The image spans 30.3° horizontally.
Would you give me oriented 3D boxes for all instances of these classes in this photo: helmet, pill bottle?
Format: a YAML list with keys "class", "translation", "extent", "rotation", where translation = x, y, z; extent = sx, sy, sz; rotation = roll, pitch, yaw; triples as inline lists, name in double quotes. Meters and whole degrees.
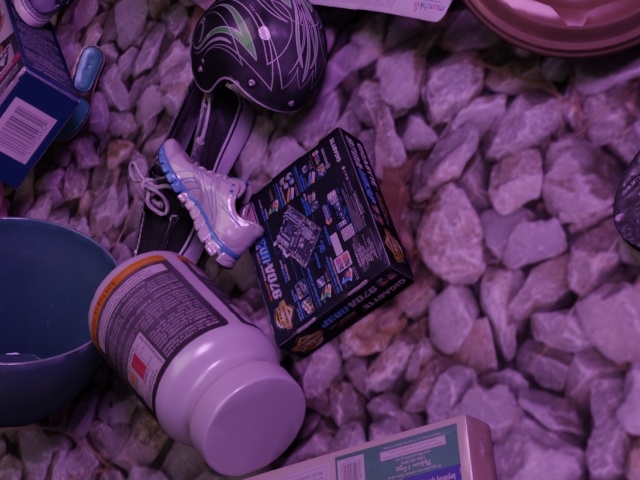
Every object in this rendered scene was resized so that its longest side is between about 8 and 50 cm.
- class: "helmet"
  translation: [-0.070, -0.244, 1.494]
  extent: [0.161, 0.169, 0.170]
  rotation: [1, 71, 47]
- class: "pill bottle"
  translation: [-0.145, 0.140, 1.375]
  extent: [0.162, 0.162, 0.278]
  rotation: [-56, 45, 6]

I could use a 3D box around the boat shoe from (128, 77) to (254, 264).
- class: "boat shoe"
  translation: [-0.192, -0.069, 1.555]
  extent: [0.113, 0.105, 0.306]
  rotation: [26, 88, 45]

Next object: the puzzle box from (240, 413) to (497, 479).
- class: "puzzle box"
  translation: [0.008, 0.361, 1.214]
  extent: [0.408, 0.052, 0.272]
  rotation: [-22, 56, 32]

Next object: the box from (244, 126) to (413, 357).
- class: "box"
  translation: [0.000, 0.000, 1.391]
  extent: [0.175, 0.051, 0.220]
  rotation: [-37, 50, 23]

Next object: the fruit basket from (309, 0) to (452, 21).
- class: "fruit basket"
  translation: [0.117, -0.420, 1.448]
  extent: [0.353, 0.165, 0.327]
  rotation: [21, 84, 60]

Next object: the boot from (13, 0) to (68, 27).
- class: "boot"
  translation: [-0.430, -0.413, 1.913]
  extent: [0.086, 0.069, 0.190]
  rotation: [-33, 23, 22]

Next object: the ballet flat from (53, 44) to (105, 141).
- class: "ballet flat"
  translation: [-0.380, -0.225, 1.843]
  extent: [0.168, 0.057, 0.052]
  rotation: [-66, 17, -9]

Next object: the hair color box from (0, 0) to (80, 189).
- class: "hair color box"
  translation: [-0.487, -0.243, 1.845]
  extent: [0.174, 0.105, 0.347]
  rotation: [-51, 33, 12]

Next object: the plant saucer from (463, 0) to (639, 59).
- class: "plant saucer"
  translation: [0.268, -0.325, 1.224]
  extent: [0.277, 0.041, 0.278]
  rotation: [-2, 79, 8]

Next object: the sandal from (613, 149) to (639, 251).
- class: "sandal"
  translation: [0.446, -0.104, 1.010]
  extent: [0.445, 0.107, 0.168]
  rotation: [-19, 58, 34]

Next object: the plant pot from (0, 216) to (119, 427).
- class: "plant pot"
  translation: [-0.410, 0.133, 1.565]
  extent: [0.290, 0.290, 0.195]
  rotation: [53, 143, 42]

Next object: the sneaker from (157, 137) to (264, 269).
- class: "sneaker"
  translation: [-0.129, -0.059, 1.448]
  extent: [0.083, 0.071, 0.191]
  rotation: [-37, 68, 9]

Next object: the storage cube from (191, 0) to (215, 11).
- class: "storage cube"
  translation: [-0.163, -0.471, 1.666]
  extent: [0.215, 0.183, 0.193]
  rotation: [-31, 54, 26]

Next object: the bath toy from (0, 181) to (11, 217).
- class: "bath toy"
  translation: [-0.537, -0.040, 1.830]
  extent: [0.151, 0.129, 0.348]
  rotation: [-32, 52, 27]
